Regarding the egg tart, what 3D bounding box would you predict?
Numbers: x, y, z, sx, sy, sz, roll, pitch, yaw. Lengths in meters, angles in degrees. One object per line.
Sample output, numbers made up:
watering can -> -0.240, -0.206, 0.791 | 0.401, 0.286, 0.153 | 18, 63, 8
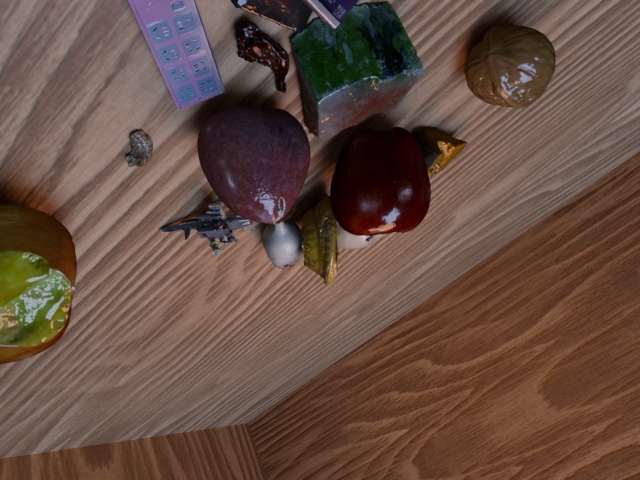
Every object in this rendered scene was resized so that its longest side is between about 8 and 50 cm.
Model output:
egg tart -> 0.000, 0.000, 1.450 | 0.115, 0.290, 0.290 | -1, 148, 1

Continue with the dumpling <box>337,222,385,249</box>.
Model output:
dumpling -> 0.113, -0.057, 1.617 | 0.252, 0.131, 0.179 | -10, 132, 10

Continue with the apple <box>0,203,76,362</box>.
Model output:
apple -> -0.676, 0.088, 0.937 | 0.339, 0.339, 0.339 | -21, 150, -13

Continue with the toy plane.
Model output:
toy plane -> -0.318, -0.035, 1.260 | 0.262, 0.088, 0.192 | -15, 147, -4

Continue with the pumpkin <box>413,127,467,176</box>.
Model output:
pumpkin -> 0.352, -0.286, 1.454 | 0.248, 0.126, 0.131 | -23, 148, -50

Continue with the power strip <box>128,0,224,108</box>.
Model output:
power strip -> -0.268, -0.372, 0.859 | 0.109, 0.037, 0.279 | -23, 150, -8

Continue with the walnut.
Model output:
walnut -> 0.499, -0.462, 1.204 | 0.228, 0.228, 0.228 | -21, 150, -13

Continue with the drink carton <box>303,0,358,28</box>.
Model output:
drink carton -> 0.040, -0.507, 0.772 | 0.222, 0.102, 0.134 | -46, 146, 17

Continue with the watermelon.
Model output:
watermelon -> 0.086, -0.366, 1.053 | 0.264, 0.151, 0.302 | -23, 150, -11

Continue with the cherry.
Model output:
cherry -> -0.145, -0.180, 1.039 | 0.261, 0.307, 0.221 | -8, 171, -37

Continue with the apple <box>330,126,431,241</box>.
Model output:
apple -> 0.171, -0.153, 1.284 | 0.288, 0.317, 0.288 | 1, 176, 0

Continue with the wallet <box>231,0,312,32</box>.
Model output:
wallet -> -0.026, -0.541, 0.799 | 0.170, 0.044, 0.321 | 1, 136, -43

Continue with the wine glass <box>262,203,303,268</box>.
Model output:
wine glass -> -0.128, -0.031, 1.410 | 0.143, 0.143, 0.321 | -23, 153, -9

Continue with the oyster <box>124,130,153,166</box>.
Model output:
oyster -> -0.409, -0.198, 1.010 | 0.080, 0.038, 0.083 | -25, 152, -2

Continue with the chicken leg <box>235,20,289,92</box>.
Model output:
chicken leg -> -0.110, -0.387, 0.962 | 0.093, 0.053, 0.205 | -17, 150, 28

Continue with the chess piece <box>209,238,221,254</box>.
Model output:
chess piece -> -0.318, 0.005, 1.345 | 0.042, 0.093, 0.042 | -22, 151, -13
